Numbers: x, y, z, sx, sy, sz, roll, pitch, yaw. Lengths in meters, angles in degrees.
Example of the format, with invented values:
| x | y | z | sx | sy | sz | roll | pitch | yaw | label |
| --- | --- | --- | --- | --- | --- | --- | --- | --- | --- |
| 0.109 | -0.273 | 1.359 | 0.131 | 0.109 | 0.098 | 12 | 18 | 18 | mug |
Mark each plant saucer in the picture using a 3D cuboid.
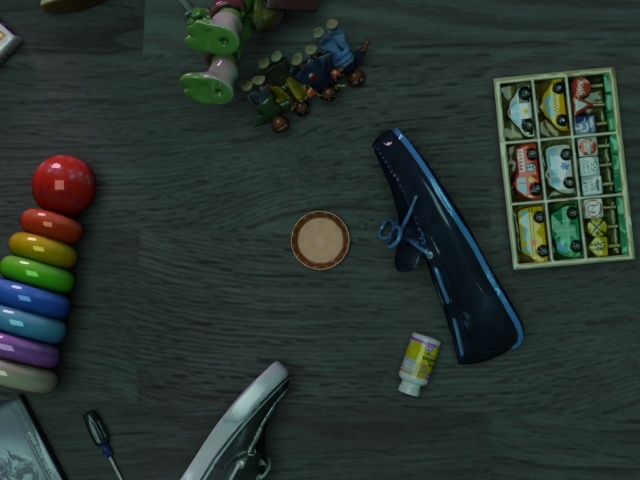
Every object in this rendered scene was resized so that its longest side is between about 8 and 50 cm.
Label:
| x | y | z | sx | sy | sz | roll | pitch | yaw | label |
| --- | --- | --- | --- | --- | --- | --- | --- | --- | --- |
| 0.000 | 0.000 | 1.820 | 0.083 | 0.013 | 0.083 | 0 | 87 | 6 | plant saucer |

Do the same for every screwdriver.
| x | y | z | sx | sy | sz | roll | pitch | yaw | label |
| --- | --- | --- | --- | --- | --- | --- | --- | --- | --- |
| -0.293 | 0.319 | 1.831 | 0.024 | 0.025 | 0.170 | -27 | 85 | 4 | screwdriver |

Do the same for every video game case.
| x | y | z | sx | sy | sz | roll | pitch | yaw | label |
| --- | --- | --- | --- | --- | --- | --- | --- | --- | --- |
| -0.501 | 0.370 | 1.849 | 0.274 | 0.026 | 0.196 | -29 | 85 | 5 | video game case |

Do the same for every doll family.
| x | y | z | sx | sy | sz | roll | pitch | yaw | label |
| --- | --- | --- | --- | --- | --- | --- | --- | --- | --- |
| -0.016 | -0.221 | 1.787 | 0.193 | 0.076 | 0.111 | -26 | 129 | 13 | doll family |

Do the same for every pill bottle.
| x | y | z | sx | sy | sz | roll | pitch | yaw | label |
| --- | --- | --- | --- | --- | --- | --- | --- | --- | --- |
| 0.134 | 0.171 | 1.785 | 0.043 | 0.043 | 0.083 | 19 | 90 | 6 | pill bottle |

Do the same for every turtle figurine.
| x | y | z | sx | sy | sz | roll | pitch | yaw | label |
| --- | --- | --- | --- | --- | --- | --- | --- | --- | --- |
| -0.154 | -0.330 | 1.747 | 0.275 | 0.266 | 0.198 | 37 | 133 | -23 | turtle figurine |

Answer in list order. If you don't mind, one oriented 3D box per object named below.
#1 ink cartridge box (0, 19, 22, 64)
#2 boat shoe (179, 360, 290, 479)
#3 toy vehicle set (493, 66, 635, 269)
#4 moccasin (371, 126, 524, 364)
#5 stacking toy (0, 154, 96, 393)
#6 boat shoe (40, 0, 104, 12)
| x | y | z | sx | sy | sz | roll | pitch | yaw | label |
| --- | --- | --- | --- | --- | --- | --- | --- | --- | --- |
| -0.576 | -0.284 | 1.873 | 0.208 | 0.045 | 0.206 | 43 | 92 | 5 | ink cartridge box |
| -0.115 | 0.307 | 1.773 | 0.102 | 0.108 | 0.301 | 35 | 94 | 6 | boat shoe |
| 0.334 | -0.098 | 1.780 | 0.166 | 0.035 | 0.267 | -6 | 87 | 5 | toy vehicle set |
| 0.149 | 0.013 | 1.746 | 0.117 | 0.138 | 0.342 | -30 | 84 | 8 | moccasin |
| -0.393 | 0.039 | 1.803 | 0.141 | 0.141 | 0.330 | 15 | 85 | 6 | stacking toy |
| -0.323 | -0.375 | 1.848 | 0.170 | 0.063 | 0.059 | -19 | 80 | -1 | boat shoe |
